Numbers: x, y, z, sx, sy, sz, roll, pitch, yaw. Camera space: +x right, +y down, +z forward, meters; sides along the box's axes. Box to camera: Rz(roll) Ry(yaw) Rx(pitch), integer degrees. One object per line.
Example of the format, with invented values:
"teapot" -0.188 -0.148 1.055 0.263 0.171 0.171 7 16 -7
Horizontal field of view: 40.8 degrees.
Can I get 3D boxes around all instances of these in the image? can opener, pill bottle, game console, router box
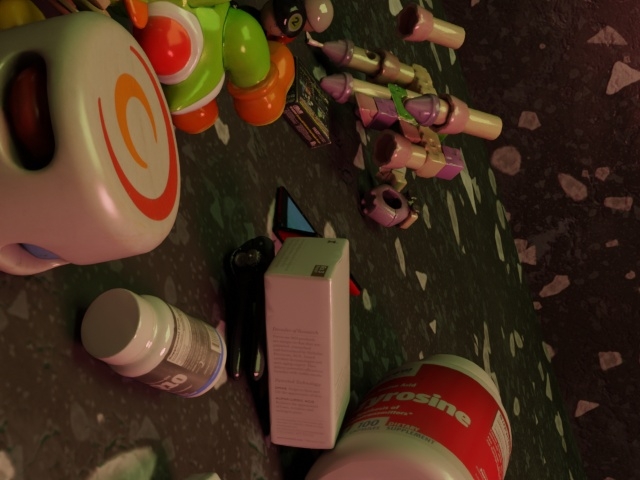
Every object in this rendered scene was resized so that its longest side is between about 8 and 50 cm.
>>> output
"can opener" -0.078 0.079 1.029 0.073 0.059 0.186 48 35 -51
"pill bottle" 0.139 0.303 1.194 0.408 0.229 0.229 -31 106 -68
"game console" 0.000 0.000 1.241 0.085 0.124 0.144 -60 138 -23
"pill bottle" -0.154 0.096 0.805 0.137 0.078 0.078 40 42 -56
"router box" -0.026 -0.217 1.365 0.122 0.038 0.092 45 37 -52

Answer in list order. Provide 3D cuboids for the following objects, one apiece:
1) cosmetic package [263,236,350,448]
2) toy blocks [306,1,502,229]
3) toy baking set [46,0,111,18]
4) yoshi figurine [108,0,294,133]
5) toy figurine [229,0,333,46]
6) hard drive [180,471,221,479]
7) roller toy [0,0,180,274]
"cosmetic package" -0.013 0.121 1.032 0.117 0.086 0.231 -62 152 -65
"toy blocks" 0.101 -0.225 1.511 0.260 0.309 0.288 9 51 -32
"toy baking set" -0.253 -0.258 0.669 0.030 0.197 0.256 -54 144 -8
"yoshi figurine" -0.157 -0.273 0.855 0.203 0.203 0.362 40 -8 32
"toy figurine" -0.088 -0.353 1.147 0.213 0.148 0.209 -39 113 -66
"hard drive" -0.153 0.358 0.675 0.353 0.047 0.233 -18 93 -66
"roller toy" -0.211 -0.075 0.679 0.191 0.146 0.209 -85 161 -56
